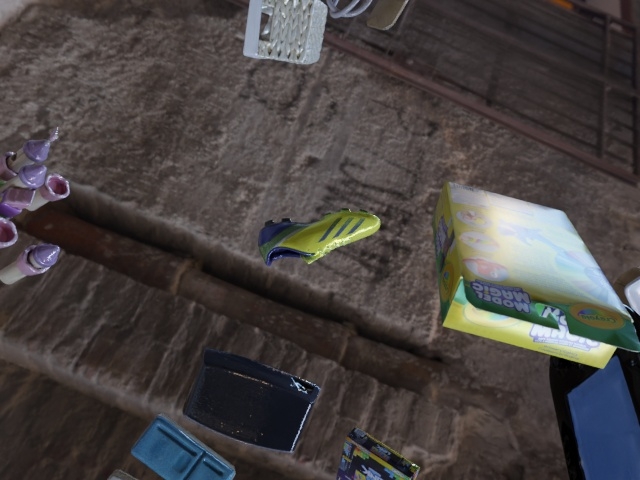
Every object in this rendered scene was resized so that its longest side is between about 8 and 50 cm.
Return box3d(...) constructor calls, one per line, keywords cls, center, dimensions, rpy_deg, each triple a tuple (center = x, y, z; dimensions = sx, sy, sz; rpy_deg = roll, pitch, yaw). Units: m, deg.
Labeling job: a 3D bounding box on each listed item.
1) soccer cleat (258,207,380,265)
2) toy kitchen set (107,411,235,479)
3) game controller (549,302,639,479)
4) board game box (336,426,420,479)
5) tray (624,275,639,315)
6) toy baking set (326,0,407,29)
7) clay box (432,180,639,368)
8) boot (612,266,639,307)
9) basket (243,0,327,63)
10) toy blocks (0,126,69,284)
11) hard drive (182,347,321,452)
box3d(cls="soccer cleat", center=(0.000, 0.001, 1.245), dimensions=(0.093, 0.290, 0.121), rpy_deg=(82, 0, -61))
box3d(cls="toy kitchen set", center=(-0.200, 0.317, 0.579), dimensions=(0.207, 0.122, 0.166), rpy_deg=(-53, -178, -16))
box3d(cls="game controller", center=(0.316, 0.222, 0.559), dimensions=(0.166, 0.067, 0.319), rpy_deg=(96, 1, -47))
box3d(cls="board game box", center=(0.125, 0.526, 1.206), dimensions=(0.048, 0.170, 0.140), rpy_deg=(-20, 127, -51))
box3d(cls="tray", center=(0.545, 0.037, 0.731), dimensions=(0.270, 0.145, 0.030), rpy_deg=(-34, -157, 3))
box3d(cls="toy baking set", center=(0.069, -0.353, 0.615), dimensions=(0.197, 0.256, 0.030), rpy_deg=(-34, 153, 13))
box3d(cls="clay box", center=(0.167, 0.024, 0.457), dimensions=(0.222, 0.128, 0.053), rpy_deg=(-71, 176, -60))
box3d(cls="boot", center=(0.701, 0.081, 1.109), dimensions=(0.236, 0.089, 0.269), rpy_deg=(-59, 169, 10))
box3d(cls="basket", center=(-0.054, -0.360, 0.907), dimensions=(0.167, 0.103, 0.113), rpy_deg=(-64, 166, -69))
box3d(cls="toy blocks", center=(-0.697, -0.101, 1.163), dimensions=(0.260, 0.309, 0.288), rpy_deg=(-23, -128, 26))
box3d(cls="hard drive", center=(-0.145, 0.336, 1.097), dimensions=(0.054, 0.255, 0.171), rpy_deg=(-91, -157, -77))
